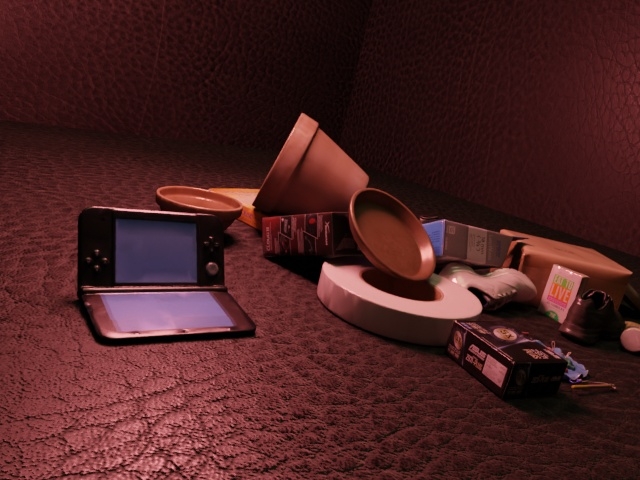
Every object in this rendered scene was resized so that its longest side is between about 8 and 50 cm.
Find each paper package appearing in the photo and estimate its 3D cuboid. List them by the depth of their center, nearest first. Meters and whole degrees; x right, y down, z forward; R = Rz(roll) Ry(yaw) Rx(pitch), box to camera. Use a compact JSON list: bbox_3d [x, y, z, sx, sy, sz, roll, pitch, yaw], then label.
[{"bbox_3d":[0.725,0.100,1.791,0.325,0.168,0.309,12,15,0],"label":"paper package"}]

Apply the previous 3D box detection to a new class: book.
[{"bbox_3d":[0.666,0.149,1.594,0.035,0.144,0.096,2,18,-37],"label":"book"}]

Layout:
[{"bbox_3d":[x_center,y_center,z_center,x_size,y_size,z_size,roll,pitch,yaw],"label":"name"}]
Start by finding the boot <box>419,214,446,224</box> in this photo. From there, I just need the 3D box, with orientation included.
[{"bbox_3d":[0.303,-0.006,1.830,0.247,0.161,0.083,-1,19,-43],"label":"boot"}]

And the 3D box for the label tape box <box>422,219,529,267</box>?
[{"bbox_3d":[0.407,0.032,1.698,0.334,0.105,0.241,10,-12,-29],"label":"label tape box"}]

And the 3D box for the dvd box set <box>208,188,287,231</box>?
[{"bbox_3d":[-0.140,-0.089,1.957,0.421,0.062,0.308,25,19,38],"label":"dvd box set"}]

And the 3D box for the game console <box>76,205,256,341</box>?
[{"bbox_3d":[-0.284,0.056,1.082,0.293,0.250,0.173,3,-9,-36],"label":"game console"}]

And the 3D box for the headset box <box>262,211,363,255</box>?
[{"bbox_3d":[-0.001,-0.014,1.551,0.293,0.110,0.218,-2,-1,45],"label":"headset box"}]

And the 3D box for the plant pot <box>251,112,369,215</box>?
[{"bbox_3d":[-0.017,-0.183,1.791,0.281,0.323,0.323,30,13,-7],"label":"plant pot"}]

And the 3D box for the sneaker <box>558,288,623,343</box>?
[{"bbox_3d":[0.739,0.192,1.531,0.109,0.130,0.286,22,16,39],"label":"sneaker"}]

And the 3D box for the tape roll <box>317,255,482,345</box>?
[{"bbox_3d":[0.187,0.133,1.379,0.392,0.071,0.392,13,14,-3],"label":"tape roll"}]

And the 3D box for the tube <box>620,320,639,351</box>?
[{"bbox_3d":[0.856,0.254,1.556,0.062,0.070,0.240,-29,-15,30],"label":"tube"}]

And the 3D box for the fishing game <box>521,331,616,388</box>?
[{"bbox_3d":[0.497,0.249,1.278,0.189,0.041,0.264,9,14,-26],"label":"fishing game"}]

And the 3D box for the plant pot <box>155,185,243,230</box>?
[{"bbox_3d":[-0.341,-0.069,1.605,0.238,0.109,0.237,11,14,-3],"label":"plant pot"}]

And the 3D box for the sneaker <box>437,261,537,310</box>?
[{"bbox_3d":[0.463,0.144,1.574,0.297,0.110,0.129,5,32,-16],"label":"sneaker"}]

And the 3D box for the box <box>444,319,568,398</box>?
[{"bbox_3d":[0.364,0.231,1.148,0.148,0.077,0.180,6,16,-27],"label":"box"}]

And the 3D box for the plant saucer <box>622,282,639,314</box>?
[{"bbox_3d":[0.974,0.154,1.862,0.198,0.036,0.198,44,13,-13],"label":"plant saucer"}]

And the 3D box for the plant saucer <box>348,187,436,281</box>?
[{"bbox_3d":[0.173,-0.010,1.432,0.278,0.041,0.277,27,39,-25],"label":"plant saucer"}]
